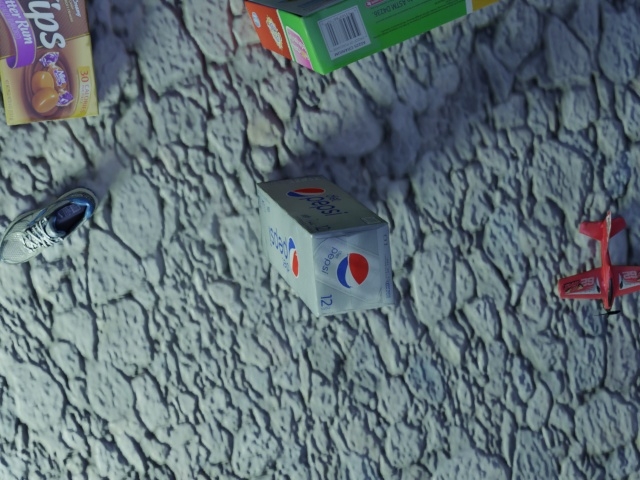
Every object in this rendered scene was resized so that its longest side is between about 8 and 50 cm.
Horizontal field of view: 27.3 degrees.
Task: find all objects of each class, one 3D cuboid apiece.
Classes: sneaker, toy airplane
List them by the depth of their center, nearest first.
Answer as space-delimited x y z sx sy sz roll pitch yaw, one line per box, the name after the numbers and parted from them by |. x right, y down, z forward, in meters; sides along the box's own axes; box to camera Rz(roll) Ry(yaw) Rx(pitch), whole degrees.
-0.326 -0.016 1.571 0.135 0.058 0.052 -37 108 -2 | sneaker
0.380 0.031 1.767 0.151 0.028 0.151 -3 103 -14 | toy airplane

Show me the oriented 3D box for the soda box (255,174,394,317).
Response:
0.000 0.000 1.532 0.091 0.286 0.098 -9 105 -13 | soda box

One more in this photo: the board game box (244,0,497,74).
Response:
0.062 -0.275 1.469 0.242 0.316 0.064 -23 107 -7 | board game box

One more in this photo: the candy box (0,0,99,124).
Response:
-0.320 -0.233 1.525 0.109 0.053 0.187 -7 105 -12 | candy box
